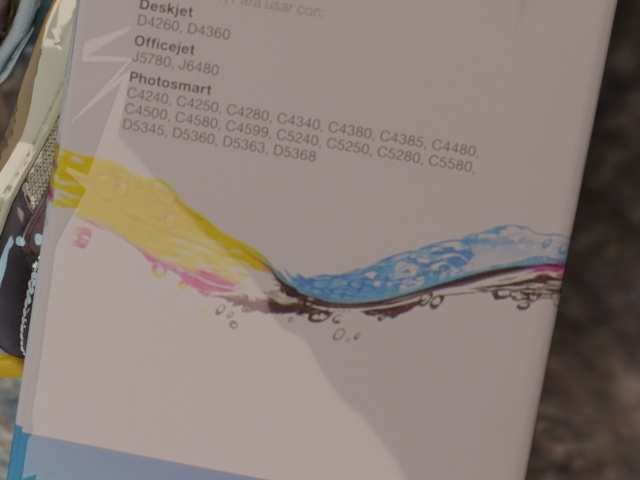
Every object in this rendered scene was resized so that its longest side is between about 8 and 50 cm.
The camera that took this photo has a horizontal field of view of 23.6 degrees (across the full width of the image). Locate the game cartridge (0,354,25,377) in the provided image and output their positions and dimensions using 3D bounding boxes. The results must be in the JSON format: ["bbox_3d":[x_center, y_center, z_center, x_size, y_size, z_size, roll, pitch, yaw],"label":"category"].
[{"bbox_3d":[-0.364,0.003,0.898,0.285,0.053,0.324,-4,149,27],"label":"game cartridge"}]

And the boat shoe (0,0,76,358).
[{"bbox_3d":[-0.117,-0.033,0.824,0.092,0.103,0.285,31,123,10],"label":"boat shoe"}]

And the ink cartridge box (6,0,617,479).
[{"bbox_3d":[0.000,0.000,0.649,0.197,0.198,0.270,10,100,5],"label":"ink cartridge box"}]

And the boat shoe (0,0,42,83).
[{"bbox_3d":[-0.194,-0.126,0.763,0.118,0.103,0.320,28,144,-22],"label":"boat shoe"}]
